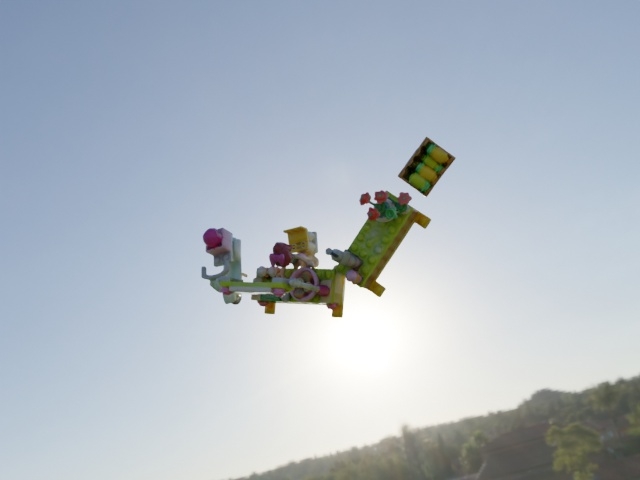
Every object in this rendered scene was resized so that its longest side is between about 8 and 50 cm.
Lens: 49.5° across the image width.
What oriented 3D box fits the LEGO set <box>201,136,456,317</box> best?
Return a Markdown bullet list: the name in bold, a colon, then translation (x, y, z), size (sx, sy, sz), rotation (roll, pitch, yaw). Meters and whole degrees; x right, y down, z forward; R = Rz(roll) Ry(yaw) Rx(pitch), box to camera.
- **LEGO set**: translation (0.000, 0.000, 0.669), size (0.286, 0.132, 0.107), rotation (-24, -21, 22)
